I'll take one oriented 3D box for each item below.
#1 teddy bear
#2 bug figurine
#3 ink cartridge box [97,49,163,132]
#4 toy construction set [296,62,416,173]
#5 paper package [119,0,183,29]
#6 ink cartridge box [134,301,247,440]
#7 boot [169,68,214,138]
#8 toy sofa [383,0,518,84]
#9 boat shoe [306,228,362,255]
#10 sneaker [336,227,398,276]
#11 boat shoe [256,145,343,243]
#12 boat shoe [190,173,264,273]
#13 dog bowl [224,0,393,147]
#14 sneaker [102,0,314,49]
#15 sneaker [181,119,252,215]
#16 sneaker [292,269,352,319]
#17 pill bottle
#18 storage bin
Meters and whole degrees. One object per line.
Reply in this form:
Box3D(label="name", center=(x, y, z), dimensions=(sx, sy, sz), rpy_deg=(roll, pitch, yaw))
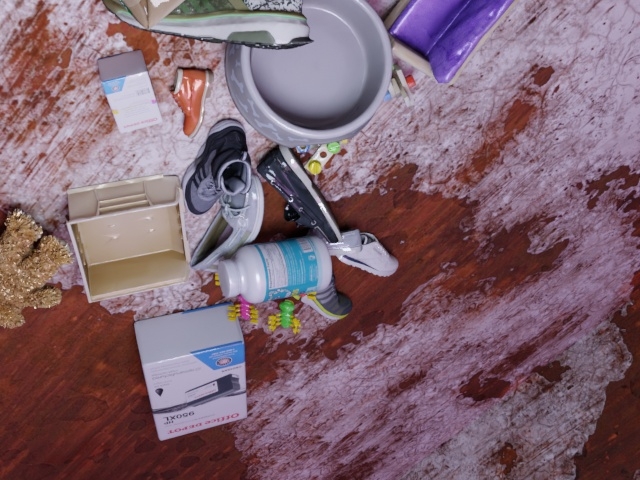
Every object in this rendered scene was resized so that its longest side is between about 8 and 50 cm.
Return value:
Box3D(label="teddy bear", center=(-0.699, 0.077, 1.564), dimensions=(0.338, 0.113, 0.245), rpy_deg=(-26, 119, 21))
Box3D(label="bug figurine", center=(-0.147, 0.143, 1.893), dimensions=(0.279, 0.072, 0.216), rpy_deg=(9, 116, 5))
Box3D(label="ink cartridge box", center=(-0.385, -0.296, 1.407), dimensions=(0.092, 0.090, 0.143), rpy_deg=(-16, 138, -10))
Box3D(label="toy construction set", center=(0.068, -0.313, 1.560), dimensions=(0.327, 0.151, 0.215), rpy_deg=(-31, 113, -5))
Box3D(label="paper package", center=(-0.235, -0.539, 1.066), dimensions=(0.309, 0.325, 0.168), rpy_deg=(-36, 136, 13))
Box3D(label="ink cartridge box", center=(-0.372, 0.392, 2.041), dimensions=(0.285, 0.166, 0.395), rpy_deg=(-11, 136, -15))
Box3D(label="boot", center=(-0.287, -0.296, 1.483), dimensions=(0.084, 0.059, 0.158), rpy_deg=(4, 122, -25))
Box3D(label="toy sofa", center=(0.295, -0.521, 1.443), dimensions=(0.150, 0.177, 0.362), rpy_deg=(19, 123, -38))
Box3D(label="boat shoe", center=(0.001, 0.000, 1.895), dimensions=(0.227, 0.079, 0.081), rpy_deg=(-3, 96, 3))
Box3D(label="sneaker", center=(0.149, 0.034, 1.998), dimensions=(0.235, 0.090, 0.095), rpy_deg=(17, 114, -38))
Box3D(label="boat shoe", center=(-0.052, -0.095, 1.740), dimensions=(0.113, 0.127, 0.340), rpy_deg=(-29, 136, 6))
Box3D(label="boat shoe", center=(-0.231, -0.034, 1.725), dimensions=(0.103, 0.118, 0.320), rpy_deg=(3, 138, -33))
Box3D(label="dog bowl", center=(-0.014, -0.355, 1.385), dimensions=(0.348, 0.102, 0.349), rpy_deg=(-1, 95, -14))
Box3D(label="sneaker", center=(-0.198, -0.450, 1.235), dimensions=(0.410, 0.158, 0.182), rpy_deg=(11, 103, 14))
Box3D(label="sneaker", center=(-0.239, -0.134, 1.590), dimensions=(0.101, 0.153, 0.268), rpy_deg=(10, 127, -32))
Box3D(label="sneaker", center=(0.009, 0.138, 2.017), dimensions=(0.121, 0.111, 0.300), rpy_deg=(-43, 136, 14))
Box3D(label="pill bottle", center=(-0.115, 0.074, 1.714), dimensions=(0.264, 0.146, 0.146), rpy_deg=(-9, 135, -23))
Box3D(label="storage bin", center=(-0.447, -0.007, 1.642), dimensions=(0.260, 0.123, 0.262), rpy_deg=(-11, 135, -15))
